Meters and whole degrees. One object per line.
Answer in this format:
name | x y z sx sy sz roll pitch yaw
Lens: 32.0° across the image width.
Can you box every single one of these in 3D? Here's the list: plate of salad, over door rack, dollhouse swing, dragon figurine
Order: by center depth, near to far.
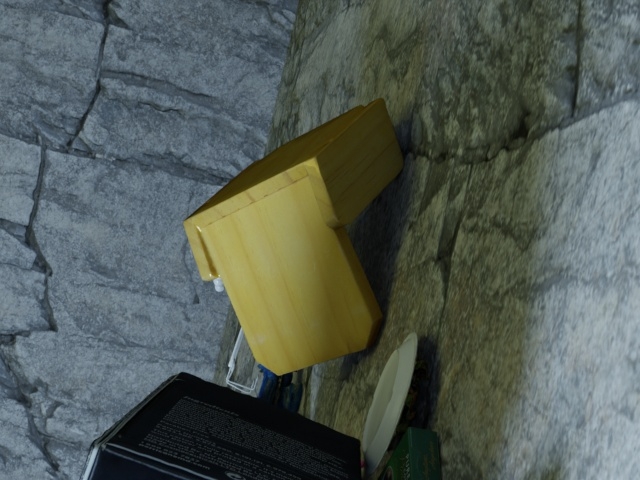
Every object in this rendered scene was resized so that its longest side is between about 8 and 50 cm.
plate of salad | 0.101 0.218 1.474 0.200 0.048 0.200 -160 90 -87
dollhouse swing | 0.000 0.000 1.878 0.346 0.305 0.315 -24 15 44
over door rack | -0.157 0.126 2.143 0.239 0.108 0.324 118 158 -81
dragon figurine | -0.086 0.303 2.213 0.144 0.085 0.289 -120 44 -74

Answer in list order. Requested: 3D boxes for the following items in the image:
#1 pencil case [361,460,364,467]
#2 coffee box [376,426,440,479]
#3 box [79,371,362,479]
pencil case | -0.052 0.366 1.600 0.104 0.236 0.104 -179 90 -81
coffee box | 0.098 0.327 1.373 0.113 0.040 0.184 -89 16 -46
box | -0.160 0.450 1.306 0.472 0.297 0.480 -76 6 -88
